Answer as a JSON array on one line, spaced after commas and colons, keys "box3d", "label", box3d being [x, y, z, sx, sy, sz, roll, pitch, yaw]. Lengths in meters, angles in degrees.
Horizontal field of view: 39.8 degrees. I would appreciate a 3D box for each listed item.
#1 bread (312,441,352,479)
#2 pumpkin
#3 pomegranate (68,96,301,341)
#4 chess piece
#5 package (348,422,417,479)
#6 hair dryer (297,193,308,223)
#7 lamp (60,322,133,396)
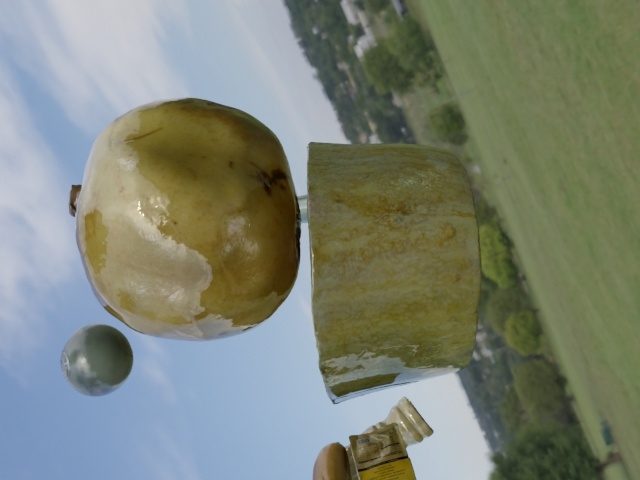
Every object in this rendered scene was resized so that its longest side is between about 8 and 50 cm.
[{"box3d": [0.023, 0.446, 1.538, 0.114, 0.077, 0.189, 58, -163, -54], "label": "bread"}, {"box3d": [0.092, 0.033, 1.078, 0.332, 0.199, 0.332, -4, -90, -82], "label": "pumpkin"}, {"box3d": [-0.178, -0.022, 1.181, 0.332, 0.332, 0.333, -23, -90, -81], "label": "pomegranate"}, {"box3d": [0.111, 0.389, 1.665, 0.090, 0.200, 0.090, 52, 178, 2], "label": "chess piece"}, {"box3d": [0.082, 0.297, 1.098, 0.047, 0.071, 0.131, 83, 175, -46], "label": "package"}, {"box3d": [0.000, 0.000, 1.546, 0.075, 0.206, 0.237, 62, -156, -44], "label": "hair dryer"}, {"box3d": [-0.321, 0.171, 1.270, 0.105, 0.105, 0.105, -23, -90, -81], "label": "lamp"}]
